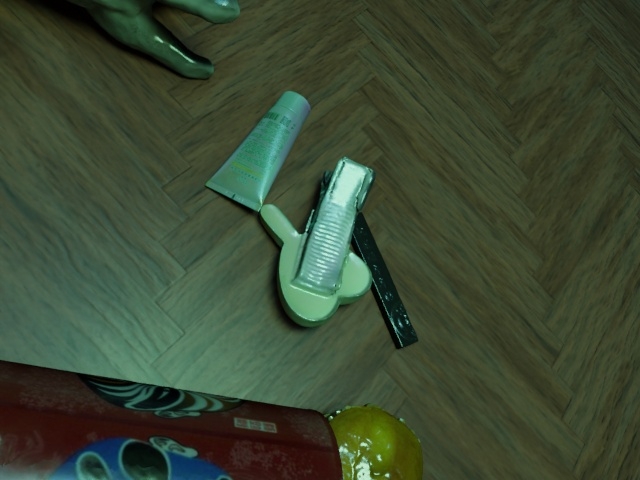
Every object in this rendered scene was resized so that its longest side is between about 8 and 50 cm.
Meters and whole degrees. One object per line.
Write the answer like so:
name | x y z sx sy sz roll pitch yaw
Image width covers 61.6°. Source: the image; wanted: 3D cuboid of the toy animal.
toy animal | -0.275 -0.369 0.628 0.345 0.194 0.302 -5 77 -31

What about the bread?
bread | 0.030 0.269 0.554 0.132 0.114 0.190 24 56 -11

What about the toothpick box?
toothpick box | -0.172 0.213 0.429 0.334 0.204 0.204 14 64 -18

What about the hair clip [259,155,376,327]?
hair clip | -0.003 0.000 0.667 0.159 0.071 0.218 18 65 -5

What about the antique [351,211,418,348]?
antique | 0.078 0.050 0.716 0.031 0.015 0.191 -16 77 -29

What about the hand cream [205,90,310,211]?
hand cream | -0.073 -0.121 0.703 0.076 0.047 0.174 26 65 6
